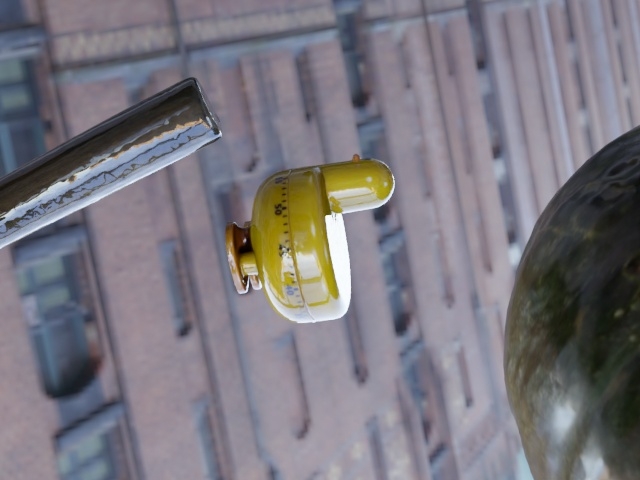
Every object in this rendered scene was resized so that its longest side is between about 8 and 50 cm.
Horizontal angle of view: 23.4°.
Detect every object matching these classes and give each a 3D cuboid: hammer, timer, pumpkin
[{"bbox_3d":[-0.254,0.027,0.893,0.440,0.044,0.168,-27,-145,6],"label":"hammer"},{"bbox_3d":[0.000,0.000,1.029,0.109,0.107,0.107,-8,-173,9],"label":"timer"},{"bbox_3d":[0.331,0.106,1.002,0.454,0.344,0.454,14,-149,-9],"label":"pumpkin"}]
